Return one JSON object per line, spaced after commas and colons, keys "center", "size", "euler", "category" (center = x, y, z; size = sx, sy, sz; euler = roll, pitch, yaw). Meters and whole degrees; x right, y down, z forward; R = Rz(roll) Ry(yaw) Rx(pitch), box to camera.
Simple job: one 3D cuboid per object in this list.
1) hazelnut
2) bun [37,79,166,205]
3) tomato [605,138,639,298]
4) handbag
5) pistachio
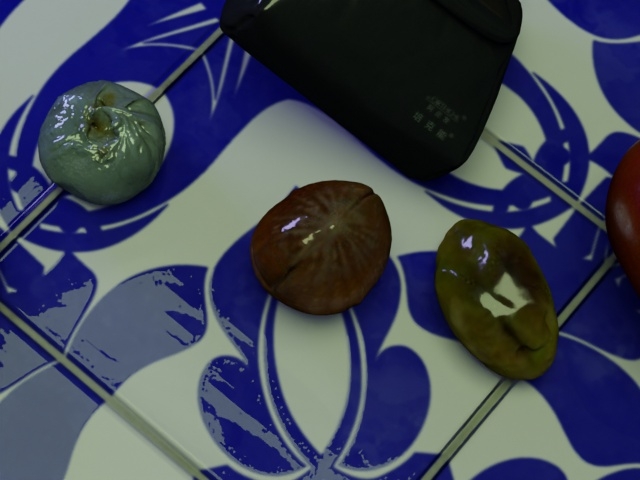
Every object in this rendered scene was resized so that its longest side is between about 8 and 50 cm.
{"center": [0.000, 0.000, 1.831], "size": [0.150, 0.150, 0.150], "euler": [2, 67, -4], "category": "hazelnut"}
{"center": [-0.233, -0.111, 1.891], "size": [0.141, 0.083, 0.140], "euler": [1, 66, -2], "category": "bun"}
{"center": [0.433, 0.002, 1.821], "size": [0.299, 0.226, 0.298], "euler": [4, 61, -7], "category": "tomato"}
{"center": [0.084, -0.252, 1.887], "size": [0.302, 0.178, 0.275], "euler": [36, 72, -16], "category": "handbag"}
{"center": [0.178, 0.057, 1.844], "size": [0.110, 0.100, 0.189], "euler": [-16, 71, -15], "category": "pistachio"}
